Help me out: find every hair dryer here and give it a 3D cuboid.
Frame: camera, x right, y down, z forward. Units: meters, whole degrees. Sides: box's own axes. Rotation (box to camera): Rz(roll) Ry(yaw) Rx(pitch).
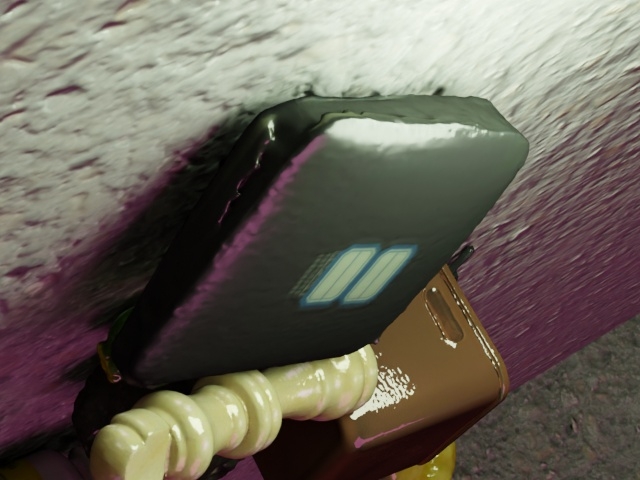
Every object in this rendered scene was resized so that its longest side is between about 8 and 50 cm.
[{"bbox_3d":[0.195,0.037,2.016,0.047,0.026,0.083,-12,153,-50],"label":"hair dryer"}]

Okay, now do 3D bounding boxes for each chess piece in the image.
[{"bbox_3d":[-0.093,0.176,1.456,0.117,0.117,0.397,-41,166,34],"label":"chess piece"}]

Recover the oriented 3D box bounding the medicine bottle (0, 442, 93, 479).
[{"bbox_3d":[-0.378,0.387,1.742,0.379,0.213,0.213,-21,162,-28],"label":"medicine bottle"}]

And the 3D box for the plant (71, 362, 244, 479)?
[{"bbox_3d":[-0.167,0.203,1.617,0.204,0.178,0.234,-39,166,15],"label":"plant"}]

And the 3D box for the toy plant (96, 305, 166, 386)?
[{"bbox_3d":[-0.155,0.098,1.469,0.162,0.092,0.093,-24,163,-11],"label":"toy plant"}]

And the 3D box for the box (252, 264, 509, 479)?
[{"bbox_3d":[0.042,0.183,1.820,0.229,0.239,0.339,-18,161,-27],"label":"box"}]

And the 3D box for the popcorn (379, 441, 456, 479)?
[{"bbox_3d":[0.037,0.326,2.251,0.316,0.280,0.297,33,131,-28],"label":"popcorn"}]

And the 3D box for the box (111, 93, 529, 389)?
[{"bbox_3d":[0.000,0.000,1.333,0.350,0.091,0.359,-3,138,-47],"label":"box"}]
